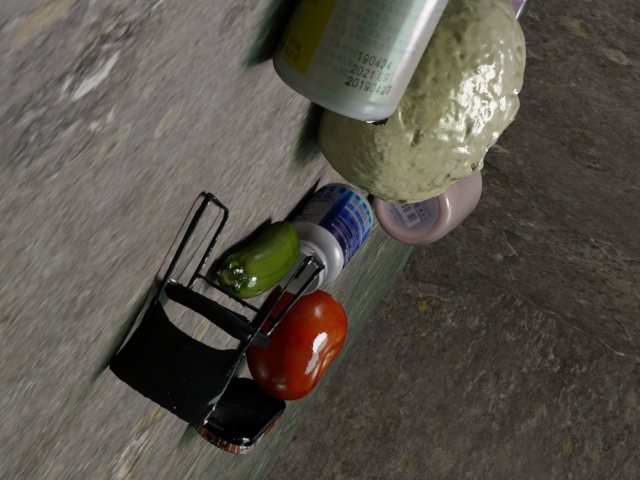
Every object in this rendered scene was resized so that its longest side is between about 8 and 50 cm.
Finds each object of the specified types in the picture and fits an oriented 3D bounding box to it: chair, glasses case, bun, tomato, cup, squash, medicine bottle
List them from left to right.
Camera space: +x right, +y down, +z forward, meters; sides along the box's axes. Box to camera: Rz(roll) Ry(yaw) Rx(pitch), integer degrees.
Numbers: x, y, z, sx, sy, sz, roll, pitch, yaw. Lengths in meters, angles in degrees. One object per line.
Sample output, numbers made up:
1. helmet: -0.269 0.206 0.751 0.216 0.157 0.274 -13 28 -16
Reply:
1. chair: -0.114 0.082 1.513 0.221 0.140 0.145 -59 171 -3
2. glasses case: -0.129 0.286 2.268 0.067 0.103 0.266 -66 171 14
3. squash: -0.078 0.029 1.816 0.069 0.069 0.258 -64 172 21
4. tomato: -0.043 0.166 2.280 0.195 0.136 0.195 -57 170 -15
5. medicine bottle: 0.000 0.000 2.068 0.191 0.107 0.107 -51 167 -52
6. medicine bottle: 0.061 -0.261 1.393 0.258 0.143 0.143 -63 172 23
7. cup: 0.211 -0.125 2.819 0.200 0.191 0.253 -39 127 -63
8. bun: 0.156 -0.206 1.888 0.349 0.227 0.352 -51 169 -53

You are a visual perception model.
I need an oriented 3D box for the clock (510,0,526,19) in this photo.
1. clock: 0.295 -0.436 2.428 0.295 0.113 0.322 -55 169 -38
